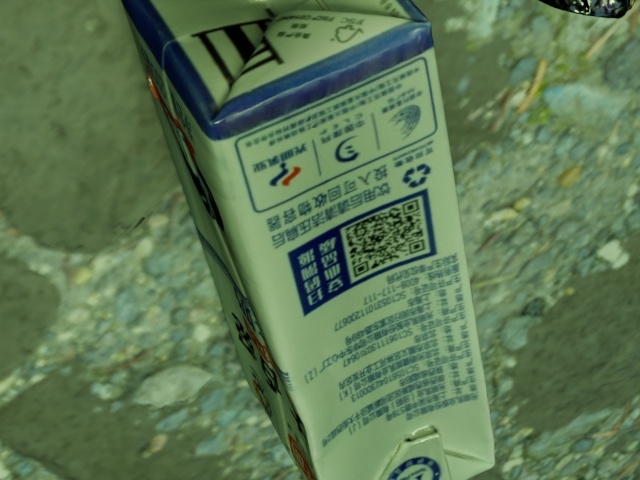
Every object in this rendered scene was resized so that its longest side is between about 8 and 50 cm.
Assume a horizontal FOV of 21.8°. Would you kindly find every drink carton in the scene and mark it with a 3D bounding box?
[{"bbox_3d":[0.000,0.000,0.809,0.106,0.130,0.315,-23,138,-9],"label":"drink carton"}]

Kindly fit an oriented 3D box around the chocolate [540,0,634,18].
[{"bbox_3d":[0.145,-0.182,0.794,0.072,0.070,0.147,8,113,-24],"label":"chocolate"}]
